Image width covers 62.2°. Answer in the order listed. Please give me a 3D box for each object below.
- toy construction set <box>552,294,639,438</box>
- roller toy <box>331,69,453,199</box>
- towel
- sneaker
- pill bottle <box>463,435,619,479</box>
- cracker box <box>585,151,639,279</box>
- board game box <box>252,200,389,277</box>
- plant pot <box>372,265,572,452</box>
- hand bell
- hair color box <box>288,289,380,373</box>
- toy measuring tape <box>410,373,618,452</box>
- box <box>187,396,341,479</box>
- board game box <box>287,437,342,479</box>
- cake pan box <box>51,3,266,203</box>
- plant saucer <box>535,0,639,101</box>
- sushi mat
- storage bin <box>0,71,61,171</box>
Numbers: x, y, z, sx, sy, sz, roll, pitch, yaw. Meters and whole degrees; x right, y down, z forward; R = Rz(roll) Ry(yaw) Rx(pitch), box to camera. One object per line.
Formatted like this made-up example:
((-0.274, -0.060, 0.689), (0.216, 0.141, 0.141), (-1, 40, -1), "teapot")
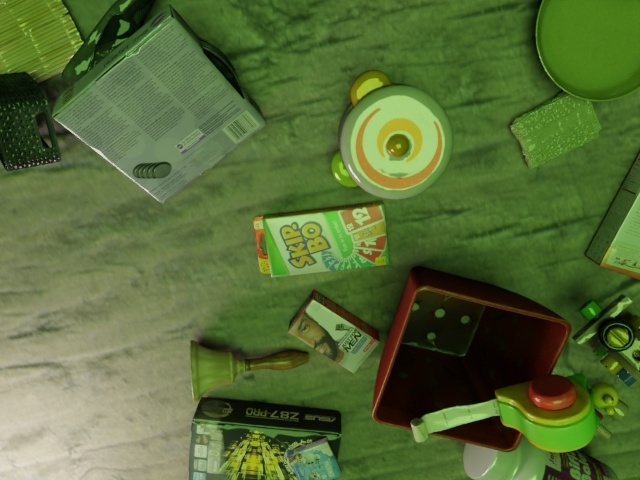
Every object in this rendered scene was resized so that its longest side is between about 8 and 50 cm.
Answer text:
((0.570, 0.223, 1.049), (0.237, 0.257, 0.309), (41, 128, 6), "toy construction set")
((0.128, -0.176, 0.925), (0.191, 0.146, 0.209), (12, 107, -4), "roller toy")
((0.433, -0.207, 0.977), (0.148, 0.027, 0.110), (-29, 106, 7), "towel")
((-0.325, -0.326, 0.912), (0.130, 0.087, 0.227), (36, 100, -21), "sneaker")
((0.466, 0.501, 1.133), (0.301, 0.169, 0.169), (26, 106, -9), "pill bottle")
((0.638, -0.040, 1.010), (0.156, 0.067, 0.232), (19, 108, -7), "cracker box")
((0.000, 0.000, 1.044), (0.259, 0.039, 0.124), (-6, 107, 5), "board game box")
((0.248, 0.186, 0.996), (0.267, 0.236, 0.267), (14, 108, -5), "plant pot")
((-0.144, 0.259, 1.106), (0.242, 0.126, 0.126), (-4, 108, -12), "hand bell")
((0.028, 0.188, 1.093), (0.167, 0.053, 0.093), (33, 106, -9), "hair color box")
((0.314, 0.292, 0.848), (0.330, 0.121, 0.121), (-16, 107, 6), "toy measuring tape")
((-0.134, 0.555, 1.190), (0.318, 0.097, 0.395), (8, 106, -1), "box")
((-0.012, 0.465, 1.107), (0.090, 0.020, 0.090), (-22, 105, 3), "board game box")
((-0.260, -0.219, 0.898), (0.267, 0.070, 0.246), (-35, 137, 12), "cake pan box")
((0.480, -0.361, 0.910), (0.241, 0.037, 0.241), (-1, 101, -3), "plant saucer")
((-0.577, -0.334, 0.941), (0.316, 0.019, 0.151), (-22, 107, 7), "sushi mat")
((-0.508, -0.202, 0.886), (0.084, 0.180, 0.122), (-20, 126, -32), "storage bin")
